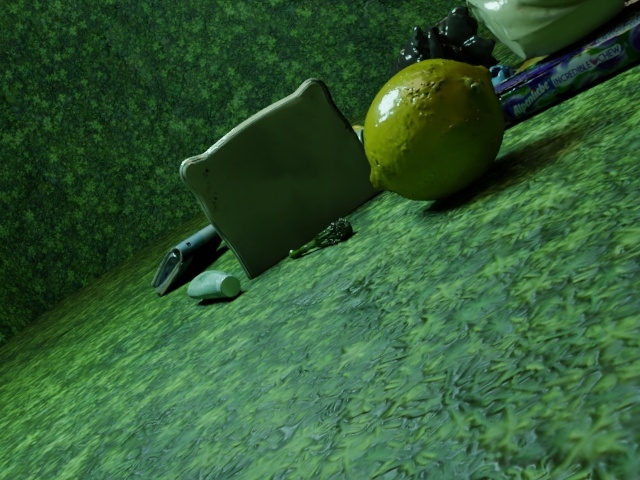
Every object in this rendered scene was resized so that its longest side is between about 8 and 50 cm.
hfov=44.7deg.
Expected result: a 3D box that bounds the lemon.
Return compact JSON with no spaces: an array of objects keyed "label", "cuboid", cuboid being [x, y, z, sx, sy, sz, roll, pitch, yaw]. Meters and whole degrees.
[{"label":"lemon","cuboid":[0.139,-0.136,0.989,0.206,0.173,0.173,-38,6,32]}]

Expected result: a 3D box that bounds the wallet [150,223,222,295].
[{"label":"wallet","cuboid":[-0.293,0.033,1.813,0.170,0.069,0.231,-48,-4,36]}]

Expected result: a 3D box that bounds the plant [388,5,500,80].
[{"label":"plant","cuboid":[0.272,-0.381,1.676,0.188,0.199,0.276,-40,5,-16]}]

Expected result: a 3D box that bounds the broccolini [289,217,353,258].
[{"label":"broccolini","cuboid":[0.000,0.000,1.195,0.035,0.030,0.140,-31,2,-41]}]

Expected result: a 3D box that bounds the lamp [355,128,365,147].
[{"label":"lamp","cuboid":[0.033,-0.215,1.906,0.193,0.106,0.106,-20,15,26]}]

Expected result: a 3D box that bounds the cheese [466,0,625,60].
[{"label":"cheese","cuboid":[0.349,-0.386,1.172,0.233,0.127,0.266,-31,28,11]}]

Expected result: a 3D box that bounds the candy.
[{"label":"candy","cuboid":[0.360,-0.246,1.143,0.312,0.061,0.088,-24,15,38]}]

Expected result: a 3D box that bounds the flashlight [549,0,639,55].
[{"label":"flashlight","cuboid":[0.462,-0.332,1.191,0.232,0.093,0.093,-21,15,30]}]

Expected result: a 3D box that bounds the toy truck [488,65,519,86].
[{"label":"toy truck","cuboid":[0.347,-0.292,1.421,0.074,0.063,0.136,-14,11,-7]}]

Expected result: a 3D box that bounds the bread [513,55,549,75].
[{"label":"bread","cuboid":[0.378,-0.297,1.319,0.132,0.053,0.074,-43,8,4]}]

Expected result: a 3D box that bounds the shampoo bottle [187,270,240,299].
[{"label":"shampoo bottle","cuboid":[-0.177,0.077,1.319,0.069,0.041,0.190,-31,9,-19]}]

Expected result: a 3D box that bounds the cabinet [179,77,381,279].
[{"label":"cabinet","cuboid":[-0.087,-0.119,1.446,0.290,0.227,0.318,-35,10,-5]}]

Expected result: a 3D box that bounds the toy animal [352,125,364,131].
[{"label":"toy animal","cuboid":[0.128,-0.261,1.957,0.159,0.083,0.070,-20,-15,11]}]
